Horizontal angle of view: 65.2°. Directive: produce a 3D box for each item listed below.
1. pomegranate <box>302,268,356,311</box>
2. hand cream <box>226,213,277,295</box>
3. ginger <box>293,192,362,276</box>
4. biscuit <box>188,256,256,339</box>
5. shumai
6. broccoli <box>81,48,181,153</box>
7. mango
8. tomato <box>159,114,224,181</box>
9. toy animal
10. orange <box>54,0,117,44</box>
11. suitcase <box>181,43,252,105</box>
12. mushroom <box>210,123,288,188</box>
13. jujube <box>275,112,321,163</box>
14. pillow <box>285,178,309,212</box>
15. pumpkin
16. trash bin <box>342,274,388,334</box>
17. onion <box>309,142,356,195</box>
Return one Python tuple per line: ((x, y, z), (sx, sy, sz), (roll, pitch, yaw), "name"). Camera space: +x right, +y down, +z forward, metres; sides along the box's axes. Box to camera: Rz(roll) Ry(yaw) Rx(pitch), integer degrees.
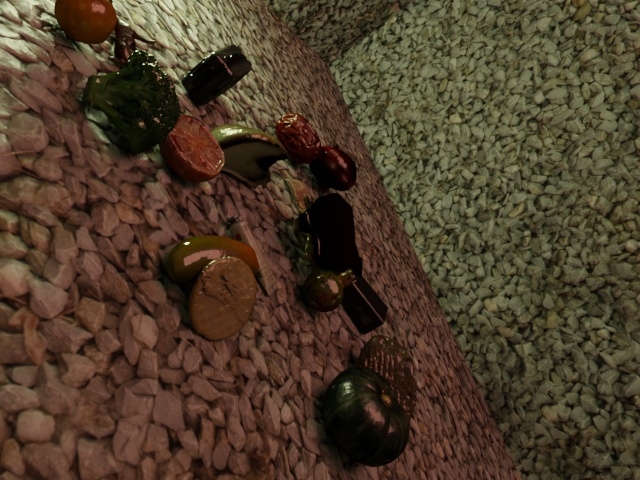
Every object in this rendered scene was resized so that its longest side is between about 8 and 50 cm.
((0.030, 0.169, 1.788), (0.159, 0.205, 0.159), (60, -8, 13), "pomegranate")
((-0.216, 0.044, 1.607), (0.276, 0.059, 0.095), (62, 20, -7), "hand cream")
((0.000, 0.000, 1.988), (0.413, 0.211, 0.359), (-11, 85, -58), "ginger")
((-0.245, 0.149, 1.277), (0.219, 0.033, 0.220), (-14, 109, -46), "biscuit")
((0.232, 0.536, 1.864), (0.283, 0.216, 0.346), (90, -10, -69), "shumai")
((-0.497, -0.369, 1.337), (0.241, 0.261, 0.269), (14, 86, -31), "broccoli")
((-0.286, 0.055, 1.326), (0.289, 0.129, 0.146), (19, 71, -53), "mango")
((-0.409, -0.277, 1.541), (0.236, 0.095, 0.237), (42, 31, -32), "tomato")
((-0.624, -0.645, 1.561), (0.260, 0.087, 0.244), (25, 38, -59), "toy animal")
((-0.649, -0.618, 1.390), (0.159, 0.158, 0.136), (-70, 162, -63), "orange")
((-0.384, -0.633, 1.902), (0.128, 0.202, 0.312), (52, 22, -16), "suitcase")
((-0.255, -0.334, 1.779), (0.292, 0.217, 0.212), (37, 27, -43), "mushroom")
((-0.103, -0.479, 2.353), (0.250, 0.174, 0.174), (52, 22, 2), "jujube")
((-0.078, -0.169, 2.189), (0.126, 0.043, 0.233), (-6, 69, -61), "pillow")
((0.135, 0.537, 1.534), (0.300, 0.207, 0.300), (36, 23, -18), "pumpkin")
((0.169, 0.248, 2.091), (0.226, 0.115, 0.165), (55, 21, -6), "trash bin")
((0.046, -0.331, 2.490), (0.273, 0.285, 0.273), (31, -4, 2), "onion")
